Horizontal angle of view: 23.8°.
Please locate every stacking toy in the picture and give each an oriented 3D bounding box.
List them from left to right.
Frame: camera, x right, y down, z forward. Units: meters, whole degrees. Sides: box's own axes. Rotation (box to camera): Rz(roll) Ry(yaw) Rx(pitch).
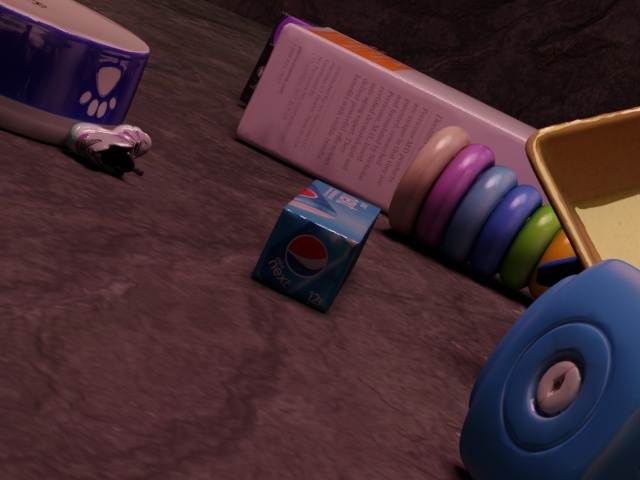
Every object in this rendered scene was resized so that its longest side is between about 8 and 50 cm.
[{"bbox_3d":[0.243,0.011,1.690,0.330,0.141,0.141,34,13,15],"label":"stacking toy"},{"bbox_3d":[0.257,0.159,1.014,0.302,0.175,0.166,32,9,-28],"label":"stacking toy"}]

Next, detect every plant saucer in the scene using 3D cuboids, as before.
[{"bbox_3d":[0.370,0.029,1.287,0.332,0.081,0.333,-13,63,-17],"label":"plant saucer"}]

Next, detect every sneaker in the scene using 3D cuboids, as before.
[{"bbox_3d":[-0.179,-0.078,1.400,0.069,0.038,0.098,35,24,34],"label":"sneaker"}]

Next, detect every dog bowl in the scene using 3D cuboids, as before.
[{"bbox_3d":[-0.302,-0.188,1.460,0.265,0.104,0.265,24,12,-5],"label":"dog bowl"}]

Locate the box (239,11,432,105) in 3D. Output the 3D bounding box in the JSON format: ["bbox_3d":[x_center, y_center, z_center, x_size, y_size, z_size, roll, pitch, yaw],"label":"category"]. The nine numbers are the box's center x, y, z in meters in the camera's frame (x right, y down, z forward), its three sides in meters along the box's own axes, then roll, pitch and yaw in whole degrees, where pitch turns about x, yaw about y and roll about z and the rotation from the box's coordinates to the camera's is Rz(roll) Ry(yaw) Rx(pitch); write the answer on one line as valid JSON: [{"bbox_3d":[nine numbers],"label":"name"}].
[{"bbox_3d":[0.036,-0.215,2.209,0.165,0.143,0.270,33,13,27],"label":"box"}]

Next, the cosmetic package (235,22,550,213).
[{"bbox_3d":[0.147,-0.106,1.909,0.453,0.161,0.230,27,11,8],"label":"cosmetic package"}]

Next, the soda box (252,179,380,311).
[{"bbox_3d":[0.000,0.000,1.342,0.071,0.067,0.210,26,10,3],"label":"soda box"}]

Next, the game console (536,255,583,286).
[{"bbox_3d":[0.357,0.110,1.377,0.293,0.173,0.250,7,-5,-6],"label":"game console"}]
